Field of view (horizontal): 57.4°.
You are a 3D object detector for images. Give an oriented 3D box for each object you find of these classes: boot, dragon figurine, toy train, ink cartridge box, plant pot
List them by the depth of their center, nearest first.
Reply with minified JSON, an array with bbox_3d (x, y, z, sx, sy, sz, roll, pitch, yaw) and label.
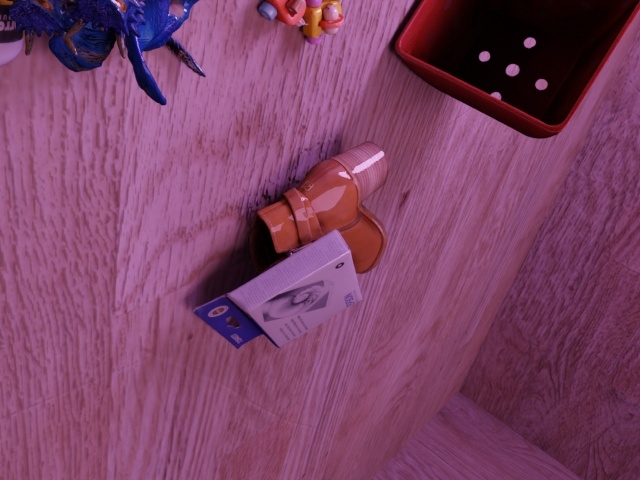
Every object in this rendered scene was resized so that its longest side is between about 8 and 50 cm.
[{"bbox_3d":[-0.145,-0.157,0.439,0.289,0.085,0.143,136,-28,-77],"label":"dragon figurine"},{"bbox_3d":[0.009,-0.289,0.656,0.166,0.046,0.125,-52,153,-7],"label":"toy train"},{"bbox_3d":[-0.049,0.095,0.865,0.224,0.045,0.223,-29,156,-3],"label":"ink cartridge box"},{"bbox_3d":[0.000,0.000,0.893,0.220,0.109,0.283,-35,155,-26],"label":"boot"},{"bbox_3d":[0.310,-0.309,0.917,0.267,0.267,0.236,-58,164,3],"label":"plant pot"}]

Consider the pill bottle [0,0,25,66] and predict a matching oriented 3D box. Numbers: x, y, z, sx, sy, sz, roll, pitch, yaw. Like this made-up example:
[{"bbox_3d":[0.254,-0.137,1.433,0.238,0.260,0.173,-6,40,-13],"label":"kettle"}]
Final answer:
[{"bbox_3d":[-0.228,-0.164,0.344,0.103,0.103,0.184,-17,133,-51],"label":"pill bottle"}]
